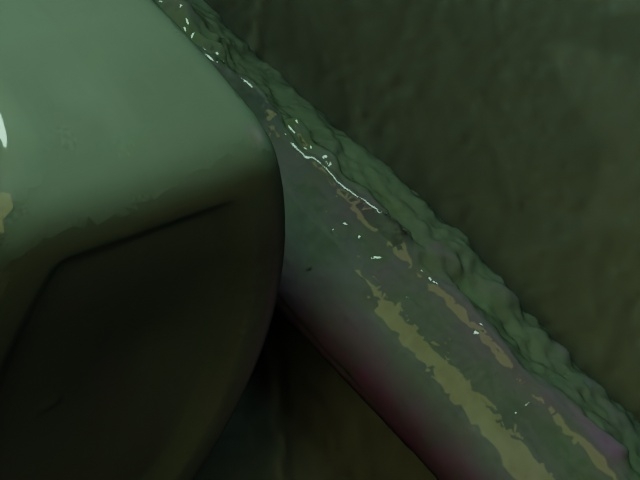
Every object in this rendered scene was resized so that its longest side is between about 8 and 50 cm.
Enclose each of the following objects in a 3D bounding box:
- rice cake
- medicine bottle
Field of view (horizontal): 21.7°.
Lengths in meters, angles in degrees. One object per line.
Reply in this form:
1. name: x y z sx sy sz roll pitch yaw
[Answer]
1. rice cake: 0.000 0.000 0.478 0.270 0.049 0.055 47 112 15
2. medicine bottle: -0.137 -0.055 0.468 0.296 0.111 0.161 44 137 29
